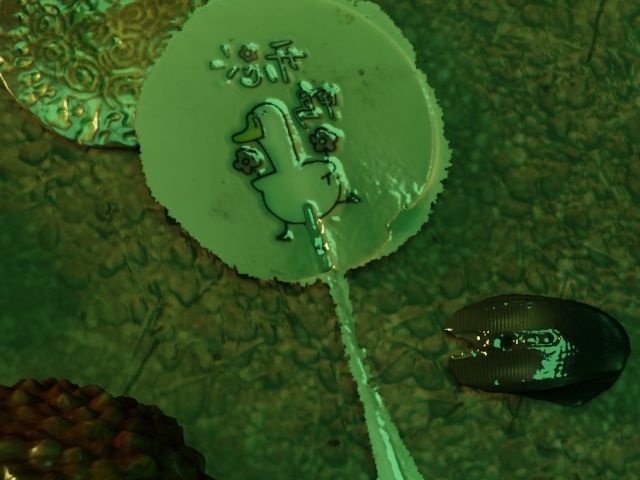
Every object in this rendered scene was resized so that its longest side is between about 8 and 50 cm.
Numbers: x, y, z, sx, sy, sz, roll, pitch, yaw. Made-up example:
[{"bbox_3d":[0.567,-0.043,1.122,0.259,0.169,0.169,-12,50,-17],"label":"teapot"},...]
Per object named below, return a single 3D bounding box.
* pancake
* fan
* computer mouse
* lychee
[{"bbox_3d":[-0.145,-0.158,1.470,0.199,0.021,0.199,2,72,-5],"label":"pancake"},{"bbox_3d":[0.000,0.000,1.427,0.233,0.012,0.415,-11,74,-14],"label":"fan"},{"bbox_3d":[0.157,0.074,1.413,0.135,0.047,0.079,2,71,-3],"label":"computer mouse"},{"bbox_3d":[-0.177,0.199,1.229,0.236,0.271,0.236,19,60,-38],"label":"lychee"}]
